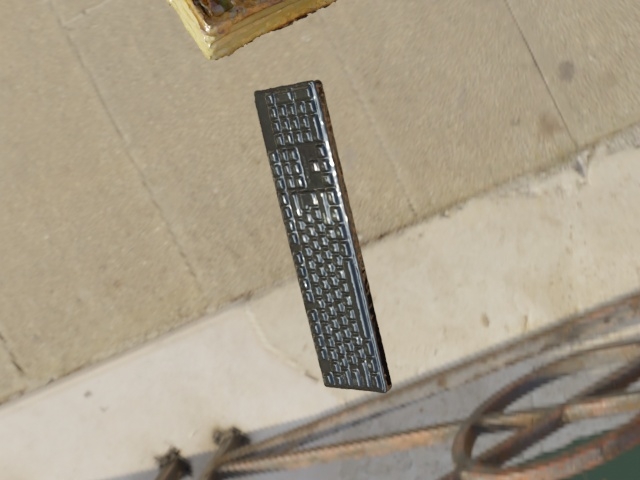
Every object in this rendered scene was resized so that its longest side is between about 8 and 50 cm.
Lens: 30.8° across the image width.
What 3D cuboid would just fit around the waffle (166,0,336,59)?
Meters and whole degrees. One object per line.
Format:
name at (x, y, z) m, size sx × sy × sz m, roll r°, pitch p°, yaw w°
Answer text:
waffle at (-0.072, -0.387, 1.555) m, size 0.308 × 0.091 × 0.213 m, roll -30°, pitch 67°, yaw -15°

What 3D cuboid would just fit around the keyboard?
keyboard at (0.000, 0.000, 1.134) m, size 0.101 × 0.018 × 0.310 m, roll -1°, pitch 105°, yaw 49°
